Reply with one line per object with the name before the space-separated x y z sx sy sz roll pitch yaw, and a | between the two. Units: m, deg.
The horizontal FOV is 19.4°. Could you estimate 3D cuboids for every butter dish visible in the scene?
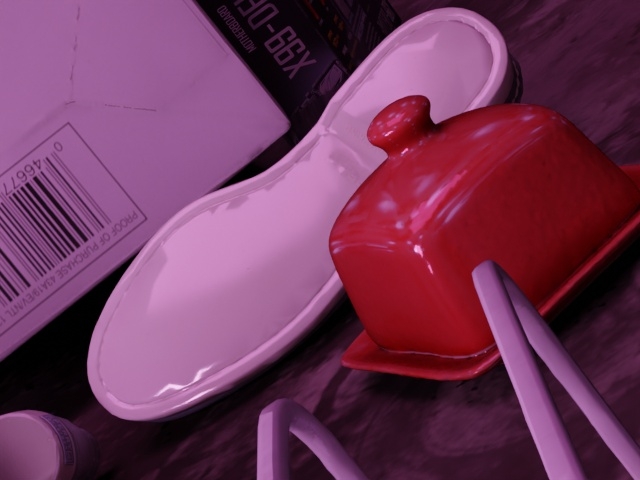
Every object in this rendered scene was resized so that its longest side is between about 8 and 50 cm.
butter dish | 0.067 -0.018 0.909 0.160 0.118 0.160 -43 16 -18

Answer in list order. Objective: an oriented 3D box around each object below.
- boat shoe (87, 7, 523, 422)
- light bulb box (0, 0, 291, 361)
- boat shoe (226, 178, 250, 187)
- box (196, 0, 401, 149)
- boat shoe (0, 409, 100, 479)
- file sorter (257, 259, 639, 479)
boat shoe | 0.000 0.000 1.121 0.319 0.116 0.099 -44 -28 -2
light bulb box | -0.242 -0.052 1.418 0.358 0.225 0.361 -39 4 -6
boat shoe | -0.008 -0.036 1.275 0.153 0.048 0.056 -19 22 50
box | -0.036 -0.216 1.517 0.076 0.242 0.307 -33 16 16
boat shoe | -0.227 0.174 1.109 0.227 0.079 0.081 -30 -20 15
file sorter | 0.039 0.125 0.425 0.278 0.173 0.193 -34 15 9
